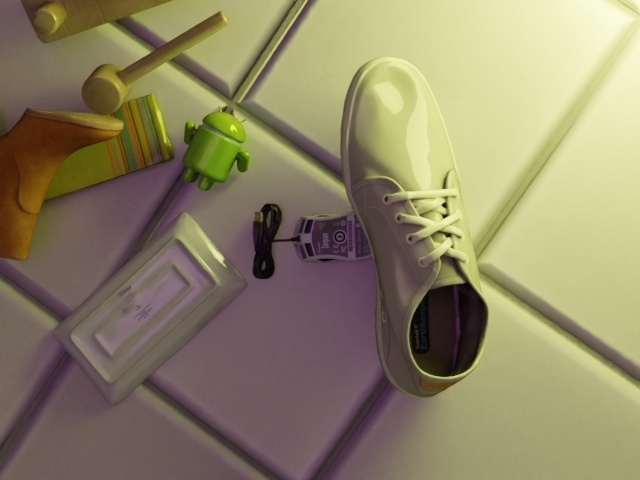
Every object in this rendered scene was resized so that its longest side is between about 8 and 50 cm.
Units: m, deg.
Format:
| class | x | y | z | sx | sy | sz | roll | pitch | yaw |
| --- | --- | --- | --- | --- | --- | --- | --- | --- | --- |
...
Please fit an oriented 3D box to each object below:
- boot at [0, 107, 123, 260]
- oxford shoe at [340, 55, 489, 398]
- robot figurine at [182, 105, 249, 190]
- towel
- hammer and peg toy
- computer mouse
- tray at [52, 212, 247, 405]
| class | x | y | z | sx | sy | sz | roll | pitch | yaw |
| --- | --- | --- | --- | --- | --- | --- | --- | --- | --- |
| boot | -0.400 | -0.077 | 1.321 | 0.295 | 0.104 | 0.211 | 5 | 96 | 24 |
| oxford shoe | 0.130 | -0.016 | 1.222 | 0.169 | 0.130 | 0.450 | -8 | 92 | -22 |
| robot figurine | -0.147 | -0.126 | 1.317 | 0.101 | 0.067 | 0.115 | 28 | 94 | 6 |
| towel | -0.332 | -0.128 | 1.372 | 0.237 | 0.021 | 0.102 | -17 | 82 | 9 |
| hammer and peg toy | -0.287 | -0.375 | 1.292 | 0.265 | 0.127 | 0.361 | -18 | 115 | 7 |
| computer mouse | 0.000 | 0.000 | 1.311 | 0.192 | 0.042 | 0.106 | -1 | 86 | 14 |
| tray | -0.248 | 0.099 | 1.354 | 0.270 | 0.030 | 0.145 | -42 | 84 | 7 |
